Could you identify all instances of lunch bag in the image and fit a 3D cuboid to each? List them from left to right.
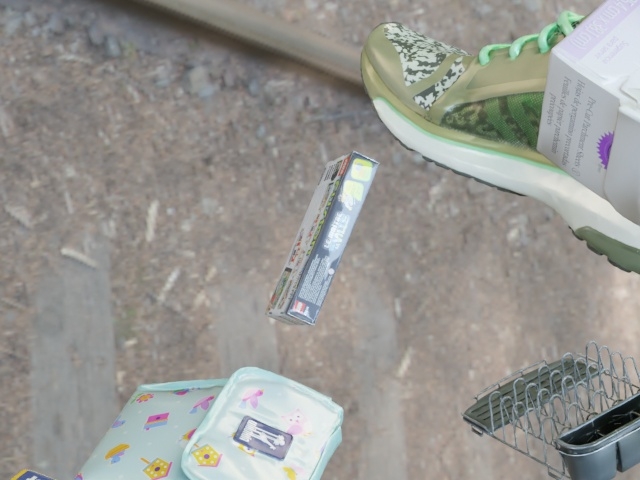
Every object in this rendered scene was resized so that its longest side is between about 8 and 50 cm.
[{"bbox_3d":[-0.118,0.259,1.315,0.223,0.262,0.160,-58,135,-57],"label":"lunch bag"}]

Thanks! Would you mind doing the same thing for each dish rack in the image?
[{"bbox_3d":[0.298,0.187,1.369,0.208,0.271,0.074,-22,110,-23],"label":"dish rack"}]

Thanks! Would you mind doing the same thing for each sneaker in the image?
[{"bbox_3d":[0.203,-0.121,0.922,0.158,0.410,0.182,-12,125,-44],"label":"sneaker"}]

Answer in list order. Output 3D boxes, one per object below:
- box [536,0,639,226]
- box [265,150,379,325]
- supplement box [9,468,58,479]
[{"bbox_3d":[0.213,-0.133,0.465,0.324,0.063,0.067,-42,156,-19],"label":"box"},{"bbox_3d":[0.000,0.000,1.396,0.036,0.114,0.207,25,81,-13],"label":"box"},{"bbox_3d":[-0.381,0.457,1.425,0.356,0.195,0.194,-38,142,-69],"label":"supplement box"}]
